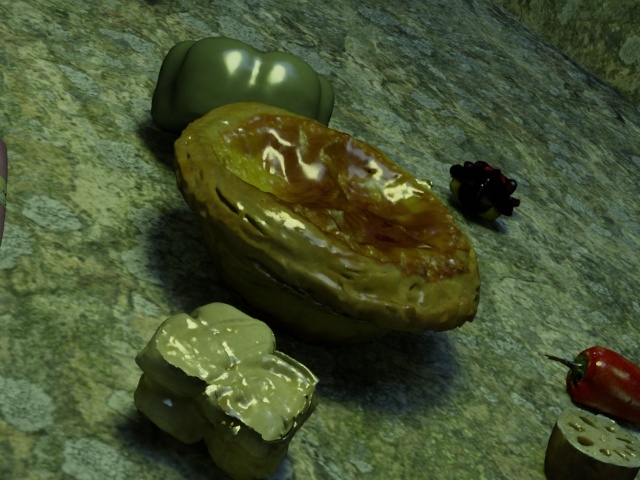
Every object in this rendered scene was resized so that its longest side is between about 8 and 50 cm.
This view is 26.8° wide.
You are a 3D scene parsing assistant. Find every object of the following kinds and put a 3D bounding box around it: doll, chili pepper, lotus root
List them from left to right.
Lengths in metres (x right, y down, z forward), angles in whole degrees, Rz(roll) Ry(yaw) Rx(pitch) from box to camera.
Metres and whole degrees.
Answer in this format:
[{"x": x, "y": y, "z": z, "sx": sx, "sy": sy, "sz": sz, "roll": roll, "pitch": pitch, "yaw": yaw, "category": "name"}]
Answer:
[{"x": 0.287, "y": -0.088, "z": 2.336, "sx": 0.127, "sy": 0.088, "sz": 0.249, "roll": 9, "pitch": 12, "yaw": 9, "category": "doll"}, {"x": 0.327, "y": 0.265, "z": 1.632, "sx": 0.112, "sy": 0.081, "sz": 0.122, "roll": 29, "pitch": 24, "yaw": 9, "category": "lotus root"}, {"x": 0.384, "y": 0.189, "z": 1.851, "sx": 0.192, "sy": 0.084, "sz": 0.086, "roll": 24, "pitch": 6, "yaw": -20, "category": "chili pepper"}]

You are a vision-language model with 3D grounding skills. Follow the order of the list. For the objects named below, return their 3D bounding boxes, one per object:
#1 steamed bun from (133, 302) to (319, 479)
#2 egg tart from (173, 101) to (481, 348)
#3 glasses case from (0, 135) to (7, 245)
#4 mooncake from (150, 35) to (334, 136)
[{"x": -0.098, "y": 0.156, "z": 1.378, "sx": 0.177, "sy": 0.106, "sz": 0.192, "roll": 34, "pitch": 32, "yaw": 4, "category": "steamed bun"}, {"x": 0.000, "y": 0.000, "z": 1.713, "sx": 0.443, "sy": 0.178, "sz": 0.443, "roll": 24, "pitch": 24, "yaw": -12, "category": "egg tart"}, {"x": -0.420, "y": -0.065, "z": 1.520, "sx": 0.123, "sy": 0.076, "sz": 0.316, "roll": 19, "pitch": 24, "yaw": -21, "category": "glasses case"}, {"x": -0.112, "y": -0.207, "z": 1.965, "sx": 0.275, "sy": 0.135, "sz": 0.275, "roll": 10, "pitch": -7, "yaw": 1, "category": "mooncake"}]
